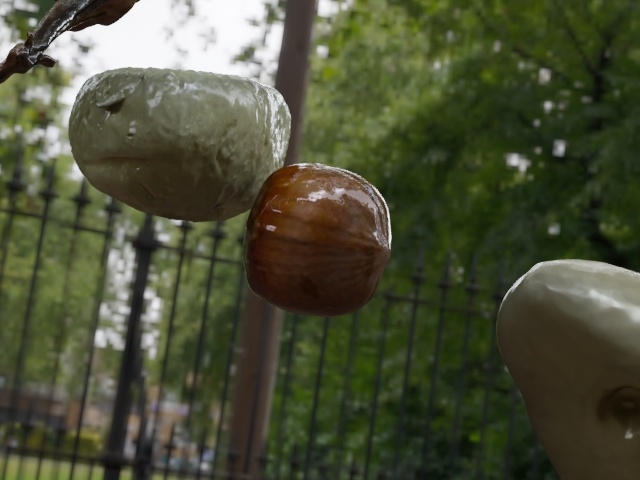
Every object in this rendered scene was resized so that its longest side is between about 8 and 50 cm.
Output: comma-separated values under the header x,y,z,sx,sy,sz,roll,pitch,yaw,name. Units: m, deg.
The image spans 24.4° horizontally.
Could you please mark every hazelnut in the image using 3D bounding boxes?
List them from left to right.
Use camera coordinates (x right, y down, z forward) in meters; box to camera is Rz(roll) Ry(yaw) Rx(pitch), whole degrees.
x,y,z,sx,sy,sz,roll,pitch,yaw,name
0.000,0.000,1.446,0.150,0.150,0.150,8,-10,1,hazelnut

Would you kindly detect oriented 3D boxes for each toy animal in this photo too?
x,y,z,sx,sy,sz,roll,pitch,yaw,name
-0.193,-0.194,1.190,0.066,0.224,0.230,56,-17,-18,toy animal

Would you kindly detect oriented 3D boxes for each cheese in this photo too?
x,y,z,sx,sy,sz,roll,pitch,yaw,name
0.316,0.124,1.196,0.328,0.129,0.351,51,-43,-6,cheese

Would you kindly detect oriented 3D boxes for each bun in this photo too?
x,y,z,sx,sy,sz,roll,pitch,yaw,name
-0.138,-0.093,1.516,0.244,0.153,0.244,-1,-7,0,bun
